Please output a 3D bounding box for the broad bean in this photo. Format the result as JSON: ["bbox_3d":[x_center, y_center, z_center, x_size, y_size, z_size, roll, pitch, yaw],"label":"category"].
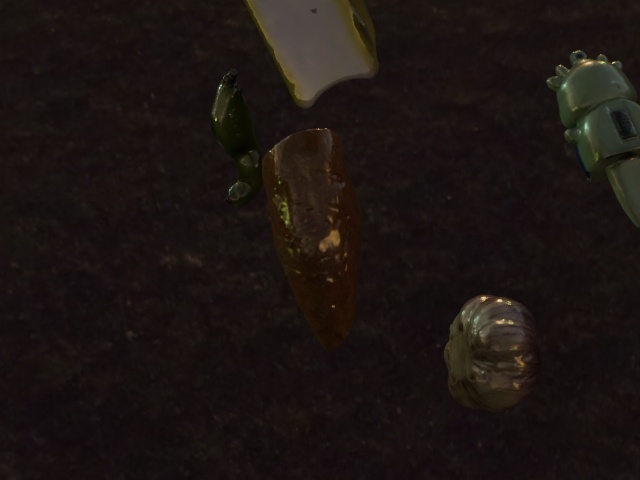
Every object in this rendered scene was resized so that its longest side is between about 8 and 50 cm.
[{"bbox_3d":[-0.117,-0.143,1.215,0.070,0.213,0.048,-16,35,-18],"label":"broad bean"}]

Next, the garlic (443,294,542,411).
[{"bbox_3d":[0.218,0.141,1.071,0.102,0.159,0.147,-2,44,-19],"label":"garlic"}]

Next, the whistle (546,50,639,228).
[{"bbox_3d":[0.352,-0.126,1.042,0.110,0.092,0.244,-15,71,-7],"label":"whistle"}]

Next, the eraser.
[{"bbox_3d":[-0.015,-0.201,0.645,0.069,0.158,0.226,-22,19,10],"label":"eraser"}]

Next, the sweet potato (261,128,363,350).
[{"bbox_3d":[0.000,0.000,0.909,0.097,0.251,0.097,-9,22,4],"label":"sweet potato"}]
